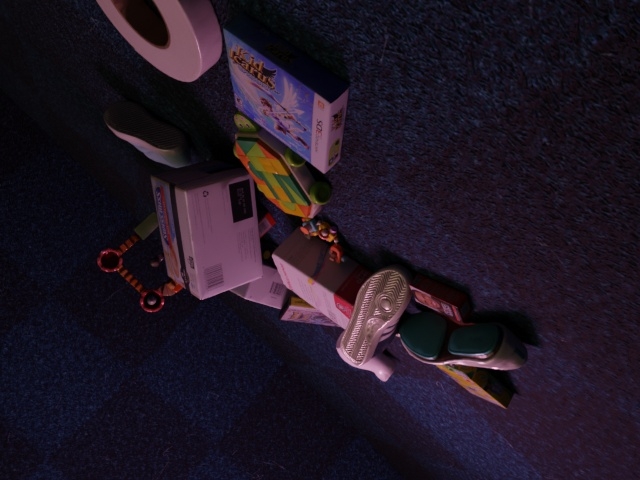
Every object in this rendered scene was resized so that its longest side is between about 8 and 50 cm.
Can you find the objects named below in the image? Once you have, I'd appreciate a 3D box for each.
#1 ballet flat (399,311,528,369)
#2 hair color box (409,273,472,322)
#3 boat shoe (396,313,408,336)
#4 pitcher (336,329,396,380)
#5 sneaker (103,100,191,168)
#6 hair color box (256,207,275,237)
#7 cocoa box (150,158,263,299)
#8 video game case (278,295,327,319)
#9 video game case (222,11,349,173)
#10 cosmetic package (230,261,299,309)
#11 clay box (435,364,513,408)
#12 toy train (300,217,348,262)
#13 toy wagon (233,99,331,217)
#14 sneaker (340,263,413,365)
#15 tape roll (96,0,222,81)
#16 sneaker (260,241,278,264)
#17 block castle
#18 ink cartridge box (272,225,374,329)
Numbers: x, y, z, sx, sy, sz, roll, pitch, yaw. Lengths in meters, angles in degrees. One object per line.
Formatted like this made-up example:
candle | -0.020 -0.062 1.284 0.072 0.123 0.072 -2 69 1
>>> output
ballet flat | 0.346 0.261 1.437 0.139 0.139 0.400 48 159 -15
hair color box | 0.287 0.138 1.390 0.141 0.043 0.072 25 154 42
boat shoe | 0.258 0.263 1.679 0.190 0.068 0.072 20 162 47
pitcher | 0.154 0.400 2.094 0.207 0.125 0.178 36 178 -15
sneaker | -0.574 -0.334 1.924 0.366 0.135 0.150 34 155 26
hair color box | -0.234 -0.062 1.897 0.167 0.093 0.053 18 147 49
cocoa box | -0.338 -0.043 1.752 0.228 0.231 0.347 23 124 46
video game case | -0.004 0.249 1.980 0.248 0.035 0.275 8 161 -9
video game case | -0.071 -0.289 1.172 0.269 0.061 0.244 38 159 14
cosmetic package | -0.218 0.148 2.115 0.224 0.138 0.225 22 175 -38
clay box | 0.407 0.366 1.557 0.222 0.053 0.127 41 164 -33
toy train | 0.000 0.000 1.609 0.166 0.046 0.125 32 142 31
toy wagon | -0.124 -0.201 1.439 0.267 0.068 0.344 16 147 51
sneaker | 0.172 0.185 1.566 0.131 0.148 0.350 45 131 22
tape roll | -0.375 -0.524 1.255 0.392 0.072 0.392 36 159 16
sneaker | -0.194 0.046 2.103 0.209 0.069 0.082 17 174 41
block castle | -0.567 0.023 2.182 0.303 0.453 0.213 48 168 -11
ink cartridge box | 0.025 0.124 1.732 0.306 0.131 0.226 34 159 26
